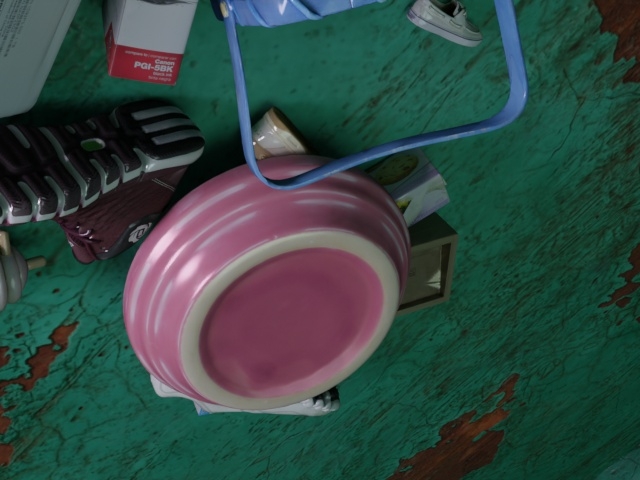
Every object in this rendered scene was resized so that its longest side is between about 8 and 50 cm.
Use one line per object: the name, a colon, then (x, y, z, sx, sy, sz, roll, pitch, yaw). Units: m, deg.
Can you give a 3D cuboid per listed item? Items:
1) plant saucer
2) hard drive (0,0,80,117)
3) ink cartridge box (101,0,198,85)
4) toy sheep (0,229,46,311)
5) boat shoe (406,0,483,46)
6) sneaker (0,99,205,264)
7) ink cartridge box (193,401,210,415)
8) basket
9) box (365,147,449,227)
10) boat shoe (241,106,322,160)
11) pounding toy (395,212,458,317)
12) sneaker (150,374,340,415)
plant saucer: (-0.042, 0.068, 0.900, 0.332, 0.084, 0.332, -14, 131, -17)
hard drive: (-0.259, -0.147, 0.520, 0.203, 0.040, 0.307, -56, 173, 25)
ink cartridge box: (-0.127, -0.205, 0.634, 0.056, 0.099, 0.135, 5, 135, -23)
toy sheep: (-0.328, 0.032, 0.789, 0.132, 0.091, 0.091, -13, 139, -30)
boat shoe: (0.136, -0.230, 0.851, 0.100, 0.035, 0.035, 11, 129, -33)
sneaker: (-0.240, -0.024, 0.746, 0.281, 0.106, 0.162, -16, 147, -36)
ink cartridge box: (-0.133, 0.216, 1.167, 0.083, 0.028, 0.048, -6, 136, -29)
basket: (0.041, -0.203, 0.652, 0.255, 0.201, 0.289, -17, 109, -16)
box: (0.000, 0.000, 0.988, 0.324, 0.067, 0.063, -31, 142, 1)
boat shoe: (-0.026, -0.075, 0.896, 0.059, 0.063, 0.170, -34, 134, 9)
pounding toy: (0.093, 0.038, 1.085, 0.130, 0.100, 0.141, -15, 129, -21)
sneaker: (-0.095, 0.185, 1.111, 0.292, 0.110, 0.118, 25, 124, -38)
